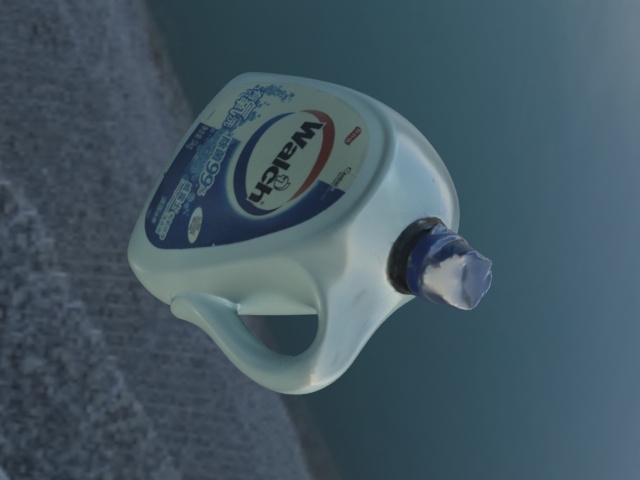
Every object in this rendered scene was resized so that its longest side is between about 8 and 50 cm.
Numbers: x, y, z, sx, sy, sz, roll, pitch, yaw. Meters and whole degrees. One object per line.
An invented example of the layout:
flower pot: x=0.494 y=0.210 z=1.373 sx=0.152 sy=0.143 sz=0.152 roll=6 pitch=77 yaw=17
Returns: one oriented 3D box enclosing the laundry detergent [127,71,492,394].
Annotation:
laundry detergent: x=0.000 y=0.000 z=1.016 sx=0.215 sy=0.280 sz=0.105 roll=-56 pitch=135 yaw=-5
